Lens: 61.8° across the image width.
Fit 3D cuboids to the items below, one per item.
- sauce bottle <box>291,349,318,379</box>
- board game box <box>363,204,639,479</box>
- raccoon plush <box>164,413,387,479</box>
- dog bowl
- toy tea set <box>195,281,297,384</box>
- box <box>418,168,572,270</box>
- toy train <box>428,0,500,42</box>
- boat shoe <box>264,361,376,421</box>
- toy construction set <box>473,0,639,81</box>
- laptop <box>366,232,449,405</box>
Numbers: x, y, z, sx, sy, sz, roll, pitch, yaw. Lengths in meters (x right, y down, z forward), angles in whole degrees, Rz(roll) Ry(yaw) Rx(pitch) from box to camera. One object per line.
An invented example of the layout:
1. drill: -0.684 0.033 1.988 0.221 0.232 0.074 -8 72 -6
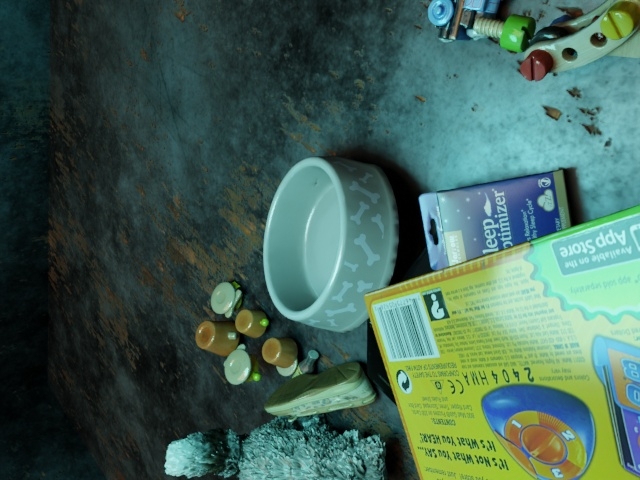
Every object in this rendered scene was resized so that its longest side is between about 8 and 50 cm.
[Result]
1. sauce bottle: -0.038 0.313 1.284 0.042 0.042 0.128 43 127 28
2. board game box: 0.323 0.150 0.520 0.356 0.356 0.356 -30 75 60
3. raccoon plush: -0.071 0.500 1.119 0.299 0.446 0.216 -21 73 59
4. dog bowl: 0.000 0.000 1.017 0.349 0.102 0.348 -18 69 57
5. toy tea set: -0.183 0.261 1.386 0.336 0.124 0.200 35 96 39
6. box: 0.268 -0.023 0.834 0.225 0.036 0.136 -8 97 29
7. toy train: 0.227 -0.383 0.785 0.105 0.080 0.184 25 119 31
8. boat shoe: -0.009 0.357 1.203 0.285 0.104 0.089 -25 106 36
9. toy construction set: 0.336 -0.269 0.569 0.237 0.309 0.257 29 129 30
10. laptop: 0.294 0.220 0.942 0.382 0.236 0.408 42 157 29
